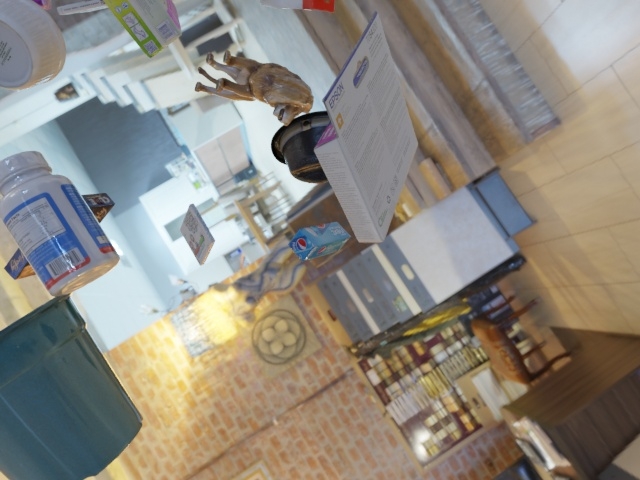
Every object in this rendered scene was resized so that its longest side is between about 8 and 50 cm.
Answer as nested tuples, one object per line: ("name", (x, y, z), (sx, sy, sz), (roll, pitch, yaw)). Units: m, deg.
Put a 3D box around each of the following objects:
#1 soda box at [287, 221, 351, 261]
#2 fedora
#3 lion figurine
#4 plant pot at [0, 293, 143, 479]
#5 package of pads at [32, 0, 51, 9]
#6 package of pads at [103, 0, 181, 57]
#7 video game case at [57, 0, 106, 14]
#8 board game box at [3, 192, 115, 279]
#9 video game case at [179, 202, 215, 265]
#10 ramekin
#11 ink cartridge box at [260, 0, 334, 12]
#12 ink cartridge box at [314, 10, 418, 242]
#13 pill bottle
("soda box", (0.000, 0.000, 1.553), (0.071, 0.067, 0.210), (48, -151, 17))
("fedora", (0.002, -0.290, 1.761), (0.334, 0.334, 0.153), (74, -173, -65))
("lion figurine", (-0.189, -0.431, 1.443), (0.392, 0.240, 0.142), (41, 118, 55))
("plant pot", (-0.571, 0.333, 1.086), (0.334, 0.341, 0.341), (55, 174, -9))
("package of pads", (-0.730, -0.649, 1.357), (0.032, 0.050, 0.083), (-42, -43, -86))
("package of pads", (-0.408, -0.550, 1.116), (0.229, 0.101, 0.296), (54, -174, -39))
("video game case", (-0.574, -0.629, 1.384), (0.190, 0.173, 0.022), (-89, -12, -64))
("board game box", (-0.631, -0.013, 1.268), (0.042, 0.243, 0.165), (47, -161, 6))
("video game case", (-0.384, -0.016, 1.621), (0.143, 0.019, 0.157), (57, 143, 14))
("ramekin", (-0.713, -0.448, 1.203), (0.109, 0.207, 0.207), (-79, -32, -52))
("ink cartridge box", (-0.051, -0.525, 0.954), (0.232, 0.066, 0.189), (-133, 37, -53))
("ink cartridge box", (0.092, -0.222, 1.033), (0.071, 0.324, 0.330), (-2, 134, 31))
("pill bottle", (-0.440, -0.030, 0.855), (0.222, 0.124, 0.124), (58, 173, 0))
